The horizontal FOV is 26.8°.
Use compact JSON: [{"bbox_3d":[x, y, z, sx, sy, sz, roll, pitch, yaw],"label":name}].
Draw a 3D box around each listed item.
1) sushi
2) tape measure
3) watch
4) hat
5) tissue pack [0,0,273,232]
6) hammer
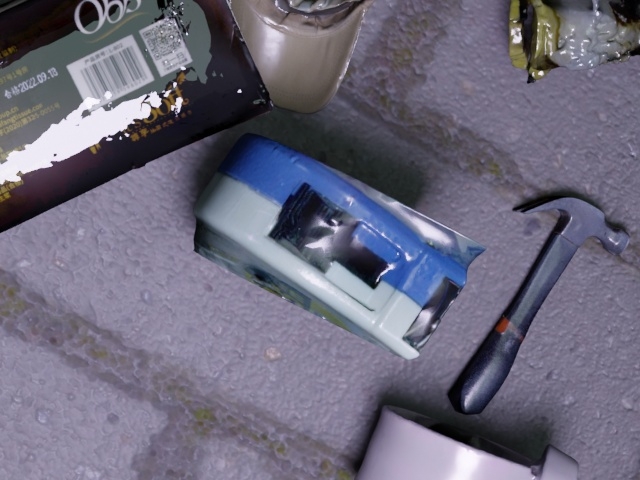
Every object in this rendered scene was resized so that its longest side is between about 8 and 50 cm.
[{"bbox_3d":[0.340,-0.264,1.511,0.291,0.131,0.139,-11,111,-13],"label":"sushi"},{"bbox_3d":[0.001,0.002,1.380,0.262,0.259,0.138,27,88,-16],"label":"tape measure"},{"bbox_3d":[0.150,0.291,1.499,0.231,0.244,0.196,20,88,5],"label":"watch"},{"bbox_3d":[-0.023,-0.243,1.453,0.166,0.173,0.144,20,47,6],"label":"hat"},{"bbox_3d":[-0.249,-0.152,1.314,0.370,0.198,0.210,-24,100,-6],"label":"tissue pack"},{"bbox_3d":[0.234,0.076,1.570,0.137,0.037,0.290,34,86,-17],"label":"hammer"}]
